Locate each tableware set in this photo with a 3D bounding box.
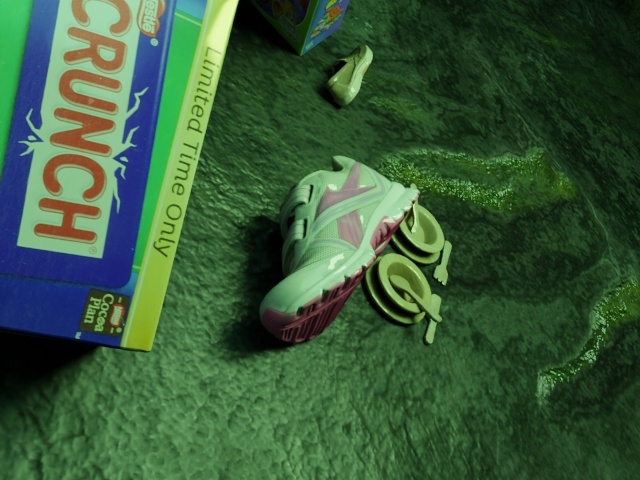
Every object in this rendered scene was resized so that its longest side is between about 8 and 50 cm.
[{"bbox_3d":[0.107,0.016,0.777,0.128,0.039,0.194,37,39,-11],"label":"tableware set"}]

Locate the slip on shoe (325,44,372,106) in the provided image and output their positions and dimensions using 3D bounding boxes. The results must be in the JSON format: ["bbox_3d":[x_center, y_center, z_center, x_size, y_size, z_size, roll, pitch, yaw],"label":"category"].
[{"bbox_3d":[0.037,-0.239,0.933,0.041,0.051,0.135,35,47,-17],"label":"slip on shoe"}]

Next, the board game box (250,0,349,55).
[{"bbox_3d":[-0.092,-0.433,0.836,0.078,0.233,0.347,-40,86,-18],"label":"board game box"}]

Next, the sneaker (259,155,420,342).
[{"bbox_3d":[0.000,0.000,0.657,0.111,0.103,0.252,34,39,5],"label":"sneaker"}]

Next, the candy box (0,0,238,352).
[{"bbox_3d":[-0.233,-0.089,0.402,0.317,0.122,0.268,16,81,-32],"label":"candy box"}]
